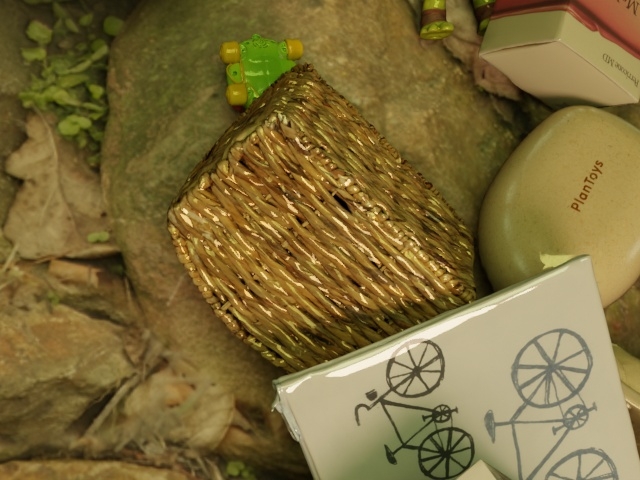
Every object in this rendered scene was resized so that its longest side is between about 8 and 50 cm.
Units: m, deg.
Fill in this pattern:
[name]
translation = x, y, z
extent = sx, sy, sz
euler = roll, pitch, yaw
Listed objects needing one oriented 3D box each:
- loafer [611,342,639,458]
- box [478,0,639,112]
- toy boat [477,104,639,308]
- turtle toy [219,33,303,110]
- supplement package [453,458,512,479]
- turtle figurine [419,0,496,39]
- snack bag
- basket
[loafer]
translation = 0.381, 0.196, 1.414
extent = 0.268, 0.102, 0.092
euler = 36, 52, -5
[box]
translation = 0.297, -0.281, 1.475
extent = 0.149, 0.127, 0.232
euler = 29, 72, -33
[toy boat]
translation = 0.326, 0.017, 1.440
extent = 0.318, 0.148, 0.267
euler = 34, 68, 8
[turtle toy]
translation = -0.065, -0.166, 1.453
extent = 0.095, 0.066, 0.130
euler = -5, 79, -17
[supplement package]
translation = 0.169, 0.361, 1.210
extent = 0.199, 0.263, 0.198
euler = -41, 59, 5
[turtle figurine]
translation = 0.140, -0.344, 1.513
extent = 0.270, 0.087, 0.217
euler = -5, 87, -25
[snack bag]
translation = 0.150, 0.204, 1.320
extent = 0.343, 0.037, 0.323
euler = -22, 119, -4
[basket]
translation = 0.000, 0.000, 1.379
extent = 0.299, 0.223, 0.213
euler = 43, 109, -11
